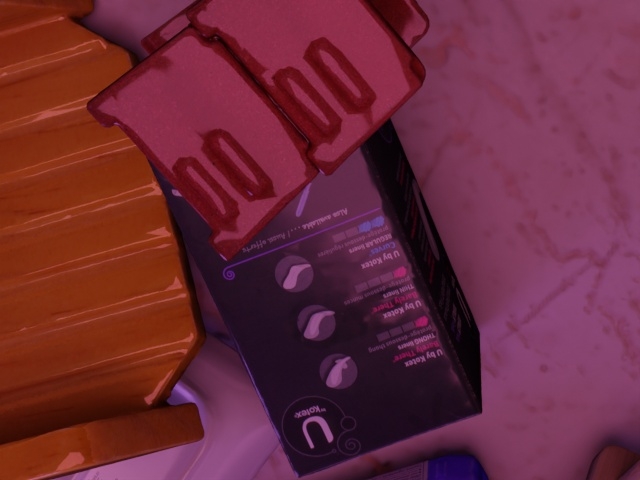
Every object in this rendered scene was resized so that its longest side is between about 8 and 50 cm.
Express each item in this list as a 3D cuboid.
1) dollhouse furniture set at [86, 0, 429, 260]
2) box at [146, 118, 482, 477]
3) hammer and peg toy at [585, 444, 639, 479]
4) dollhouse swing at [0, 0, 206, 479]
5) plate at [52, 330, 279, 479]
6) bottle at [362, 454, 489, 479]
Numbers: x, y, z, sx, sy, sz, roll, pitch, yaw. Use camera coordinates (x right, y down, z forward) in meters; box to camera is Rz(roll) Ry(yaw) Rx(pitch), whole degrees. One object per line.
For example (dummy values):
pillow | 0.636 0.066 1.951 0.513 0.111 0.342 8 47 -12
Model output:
dollhouse furniture set | -0.107 -0.196 1.021 0.152 0.201 0.374 -39 98 13
box | 0.000 0.000 1.256 0.143 0.165 0.270 -21 104 11
hammer and peg toy | 0.268 0.349 1.262 0.266 0.361 0.127 24 149 -2
dollhouse swing | -0.286 0.000 1.161 0.315 0.305 0.346 -15 83 11
plate | -0.202 0.151 1.324 0.278 0.045 0.277 35 88 6
bottle | 0.004 0.255 1.380 0.283 0.092 0.118 -20 111 13
